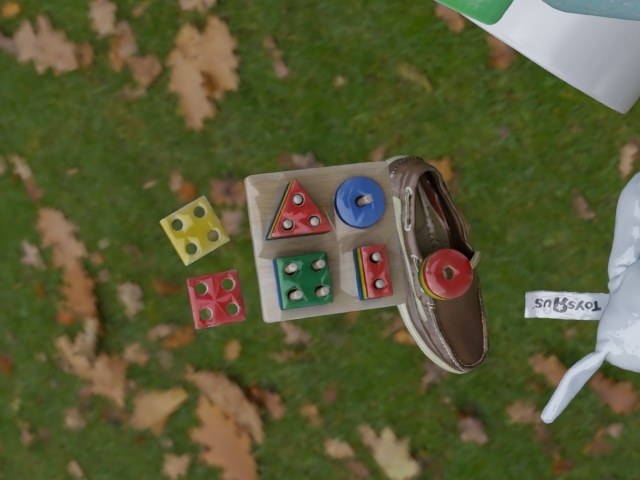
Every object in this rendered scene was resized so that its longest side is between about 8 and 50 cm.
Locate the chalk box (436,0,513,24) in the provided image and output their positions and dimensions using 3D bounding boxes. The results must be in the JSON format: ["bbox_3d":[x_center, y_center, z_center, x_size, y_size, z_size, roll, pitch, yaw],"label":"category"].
[{"bbox_3d":[0.170,-0.305,1.157,0.289,0.180,0.179,-65,29,8],"label":"chalk box"}]

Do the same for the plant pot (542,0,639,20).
[{"bbox_3d":[0.146,-0.223,0.596,0.252,0.248,0.247,-27,56,35],"label":"plant pot"}]

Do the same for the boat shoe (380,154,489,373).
[{"bbox_3d":[0.129,0.032,1.644,0.095,0.095,0.257,3,122,58],"label":"boat shoe"}]

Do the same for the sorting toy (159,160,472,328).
[{"bbox_3d":[0.000,0.000,1.348,0.046,0.274,0.132,159,104,-75],"label":"sorting toy"}]

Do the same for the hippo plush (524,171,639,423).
[{"bbox_3d":[0.345,0.013,1.371,0.236,0.294,0.234,96,169,-71],"label":"hippo plush"}]

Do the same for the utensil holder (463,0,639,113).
[{"bbox_3d":[0.327,-0.386,1.725,0.327,0.327,0.385,38,103,20],"label":"utensil holder"}]
